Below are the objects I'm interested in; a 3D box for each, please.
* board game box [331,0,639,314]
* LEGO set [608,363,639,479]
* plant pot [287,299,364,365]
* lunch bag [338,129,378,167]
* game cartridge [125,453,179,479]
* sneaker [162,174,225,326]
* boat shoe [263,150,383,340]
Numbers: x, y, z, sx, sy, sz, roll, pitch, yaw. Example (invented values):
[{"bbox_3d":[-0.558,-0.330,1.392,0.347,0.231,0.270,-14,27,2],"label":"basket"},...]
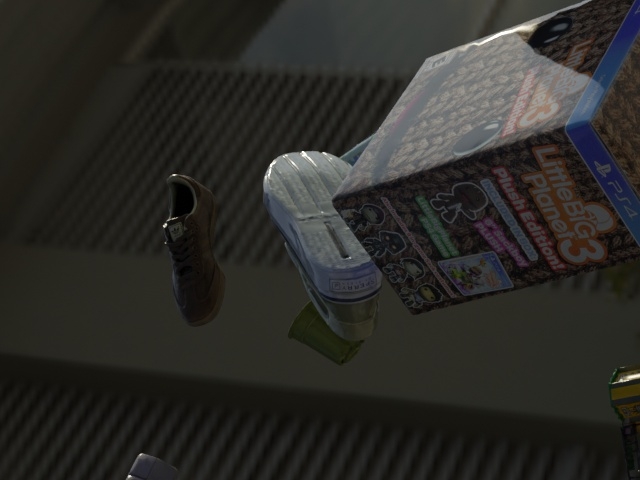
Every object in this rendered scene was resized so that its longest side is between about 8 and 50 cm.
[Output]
[{"bbox_3d":[0.195,-0.084,1.578,0.141,0.291,0.232,53,-135,-21],"label":"board game box"},{"bbox_3d":[0.443,0.255,1.817,0.255,0.192,0.331,23,-120,-44],"label":"LEGO set"},{"bbox_3d":[0.014,0.121,2.335,0.083,0.079,0.083,-44,-19,-19],"label":"plant pot"},{"bbox_3d":[0.109,-0.073,2.470,0.219,0.176,0.090,-36,-49,-11],"label":"lunch bag"},{"bbox_3d":[-0.246,0.407,1.776,0.355,0.068,0.230,-67,-5,35],"label":"game cartridge"},{"bbox_3d":[-0.158,0.010,2.057,0.071,0.066,0.188,40,-145,-47],"label":"sneaker"},{"bbox_3d":[0.000,0.000,1.900,0.302,0.109,0.094,-107,14,-60],"label":"boat shoe"}]
